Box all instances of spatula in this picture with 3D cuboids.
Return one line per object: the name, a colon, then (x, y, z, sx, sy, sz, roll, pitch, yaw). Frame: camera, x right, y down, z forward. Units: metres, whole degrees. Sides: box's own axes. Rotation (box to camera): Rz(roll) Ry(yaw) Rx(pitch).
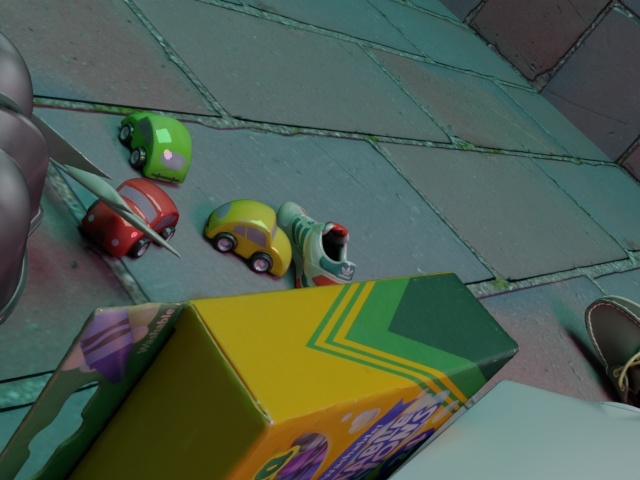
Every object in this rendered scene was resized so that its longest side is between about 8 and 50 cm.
spatula: (-0.223, -0.080, 0.671, 0.242, 0.019, 0.168, 34, -8, 28)

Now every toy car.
toy car: (-0.145, -0.065, 0.851, 0.239, 0.053, 0.225, 11, 37, -44)

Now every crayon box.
crayon box: (-0.033, 0.123, 0.519, 0.323, 0.203, 0.083, -1, 46, -52)

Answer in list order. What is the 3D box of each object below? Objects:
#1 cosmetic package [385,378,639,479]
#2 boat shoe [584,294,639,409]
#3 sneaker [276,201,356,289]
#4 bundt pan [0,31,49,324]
cosmetic package: (0.151, 0.228, 0.540, 0.217, 0.156, 0.385, 11, 11, 30)
boat shoe: (0.455, 0.195, 1.131, 0.091, 0.109, 0.305, 12, 40, -50)
sneaker: (0.000, 0.000, 0.903, 0.057, 0.075, 0.161, 21, 31, -32)
bundt pan: (-0.298, -0.060, 0.435, 0.331, 0.124, 0.330, 16, 57, -26)
